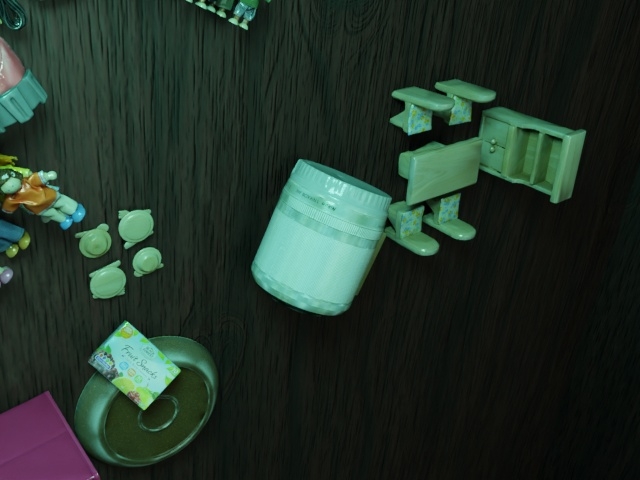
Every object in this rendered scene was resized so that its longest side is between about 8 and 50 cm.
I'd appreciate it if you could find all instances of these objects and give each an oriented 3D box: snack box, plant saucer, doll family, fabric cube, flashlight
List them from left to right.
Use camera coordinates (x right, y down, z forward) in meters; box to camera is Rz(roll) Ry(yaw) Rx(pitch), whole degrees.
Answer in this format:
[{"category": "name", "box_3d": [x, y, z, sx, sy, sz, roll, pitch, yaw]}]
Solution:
[{"category": "flashlight", "box_3d": [-0.484, -0.282, 0.813, 0.103, 0.103, 0.304, -22, 131, 8]}, {"category": "doll family", "box_3d": [-0.497, -0.042, 0.947, 0.263, 0.118, 0.163, -40, 143, 9]}, {"category": "fabric cube", "box_3d": [-0.521, 0.469, 1.095, 0.258, 0.259, 0.254, -26, 127, -30]}, {"category": "snack box", "box_3d": [-0.352, 0.236, 1.211, 0.141, 0.037, 0.100, 46, 72, -15]}, {"category": "plant saucer", "box_3d": [-0.340, 0.345, 1.314, 0.311, 0.050, 0.310, -17, 122, -30]}, {"category": "doll family", "box_3d": [-0.168, -0.423, 1.008, 0.193, 0.076, 0.111, 15, 112, -37]}]

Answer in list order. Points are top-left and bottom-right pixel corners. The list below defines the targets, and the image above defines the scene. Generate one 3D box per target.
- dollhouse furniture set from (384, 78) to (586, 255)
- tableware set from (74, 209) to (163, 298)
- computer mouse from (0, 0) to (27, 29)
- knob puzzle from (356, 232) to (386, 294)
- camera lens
[{"category": "dollhouse furniture set", "box_3d": [0.378, -0.172, 1.493, 0.394, 0.256, 0.361, -19, 125, -32]}, {"category": "tableware set", "box_3d": [-0.357, 0.024, 1.149, 0.141, 0.020, 0.168, -24, 128, -26]}, {"category": "computer mouse", "box_3d": [-0.368, -0.367, 0.870, 0.193, 0.042, 0.106, -43, 142, -31]}, {"category": "knob puzzle", "box_3d": [0.050, 0.037, 1.495, 0.213, 0.030, 0.213, -21, 126, -31]}, {"category": "camera lens", "box_3d": [0.000, 0.000, 1.295, 0.219, 0.219, 0.274, 13, 105, -44]}]
